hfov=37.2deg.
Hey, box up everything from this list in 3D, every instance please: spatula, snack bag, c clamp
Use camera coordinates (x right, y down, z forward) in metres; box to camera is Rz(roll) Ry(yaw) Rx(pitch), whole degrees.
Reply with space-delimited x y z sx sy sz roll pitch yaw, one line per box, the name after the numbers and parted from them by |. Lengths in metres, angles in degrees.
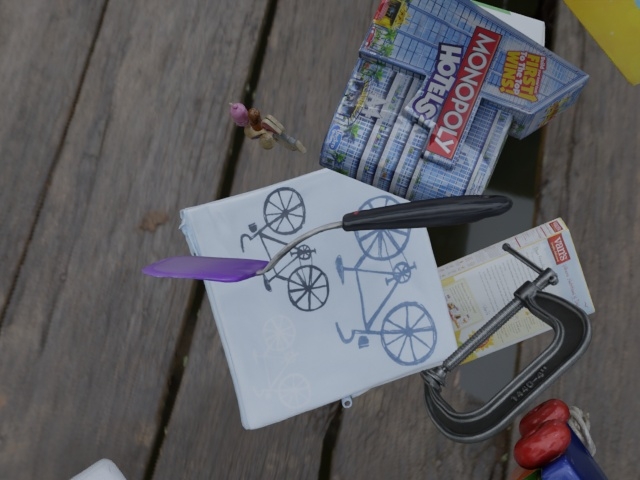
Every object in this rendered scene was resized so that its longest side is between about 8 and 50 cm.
0.000 0.000 0.729 0.296 0.084 0.030 -14 94 20 | spatula
0.007 0.067 1.295 0.342 0.037 0.323 -18 97 -19 | snack bag
0.136 0.082 0.730 0.160 0.022 0.137 -44 34 -10 | c clamp

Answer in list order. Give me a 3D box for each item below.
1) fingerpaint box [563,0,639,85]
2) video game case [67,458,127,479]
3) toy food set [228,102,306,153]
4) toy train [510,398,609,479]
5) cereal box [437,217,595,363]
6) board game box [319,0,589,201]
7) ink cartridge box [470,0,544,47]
0.182 -0.399 0.664 0.445 0.163 0.371 42 49 -23 | fingerpaint box
-0.292 0.270 0.555 0.329 0.300 0.036 -29 79 -44 | video game case
-0.071 -0.130 1.104 0.019 0.122 0.078 -50 119 -9 | toy food set
0.155 0.200 0.734 0.143 0.248 0.105 -36 82 11 | toy train
0.298 0.084 1.511 0.240 0.173 0.047 -22 30 5 | cereal box
0.123 -0.124 0.839 0.194 0.060 0.194 21 75 7 | board game box
0.247 -0.318 1.620 0.160 0.219 0.093 9 82 -27 | ink cartridge box
